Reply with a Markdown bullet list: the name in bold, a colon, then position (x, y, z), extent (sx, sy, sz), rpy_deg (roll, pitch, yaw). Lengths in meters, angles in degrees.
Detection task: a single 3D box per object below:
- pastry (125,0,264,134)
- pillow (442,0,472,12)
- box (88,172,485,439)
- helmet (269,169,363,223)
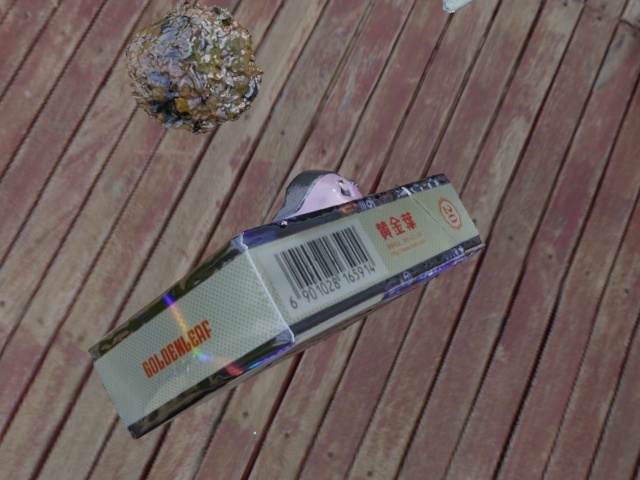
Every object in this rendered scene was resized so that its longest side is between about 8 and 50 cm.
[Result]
- **pastry**: position (-0.242, -0.333, 1.556), extent (0.274, 0.193, 0.275), rpy_deg (-1, 92, -20)
- **pillow**: position (0.225, -0.507, 1.325), extent (0.128, 0.051, 0.229), rpy_deg (-29, 114, -14)
- **box**: position (-0.013, 0.045, 0.676), extent (0.310, 0.198, 0.084), rpy_deg (-19, 77, -54)
- **helmet**: position (0.000, 0.000, 1.431), extent (0.154, 0.198, 0.254), rpy_deg (9, 77, 29)
